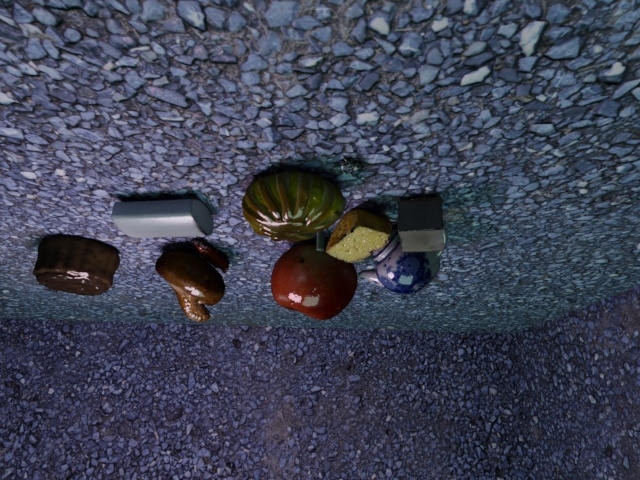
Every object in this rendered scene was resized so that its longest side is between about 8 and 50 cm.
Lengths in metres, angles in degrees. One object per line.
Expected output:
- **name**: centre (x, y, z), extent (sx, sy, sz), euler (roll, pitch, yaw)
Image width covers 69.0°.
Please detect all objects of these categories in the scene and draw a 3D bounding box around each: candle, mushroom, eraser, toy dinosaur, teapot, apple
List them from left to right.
- **eraser**: centre (-0.537, -0.071, 1.606), extent (0.290, 0.104, 0.189), euler (-1, 162, 6)
- **mushroom**: centre (-0.560, 0.165, 2.015), extent (0.345, 0.239, 0.345), euler (17, 136, 17)
- **candle**: centre (-0.467, 0.059, 1.993), extent (0.059, 0.084, 0.301), euler (-33, 147, 0)
- **apple**: centre (-0.028, 0.170, 1.912), extent (0.348, 0.277, 0.348), euler (20, 167, 5)
- **toy dinosaur**: centre (0.094, -0.209, 1.337), extent (0.083, 0.030, 0.047), euler (14, 157, -32)
- **teapot**: centre (0.301, 0.056, 1.756), extent (0.280, 0.252, 0.424), euler (41, 127, -3)

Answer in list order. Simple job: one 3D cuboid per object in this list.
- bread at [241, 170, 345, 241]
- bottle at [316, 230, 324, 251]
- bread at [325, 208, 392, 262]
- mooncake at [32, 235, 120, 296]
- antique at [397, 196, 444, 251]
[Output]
- **bread**: centre (-0.095, -0.093, 1.462), extent (0.333, 0.160, 0.333), euler (1, 157, 1)
- **bottle**: centre (0.000, 0.000, 1.791), extent (0.030, 0.083, 0.030), euler (0, 158, 0)
- **bread**: centre (0.138, -0.030, 1.644), extent (0.160, 0.147, 0.260), euler (18, 150, -16)
- **mooncake**: centre (-1.037, 0.116, 1.985), extent (0.324, 0.187, 0.324), euler (2, 157, 1)
- **antique**: centre (0.333, -0.057, 1.544), extent (0.147, 0.148, 0.152), euler (-2, 150, 15)
